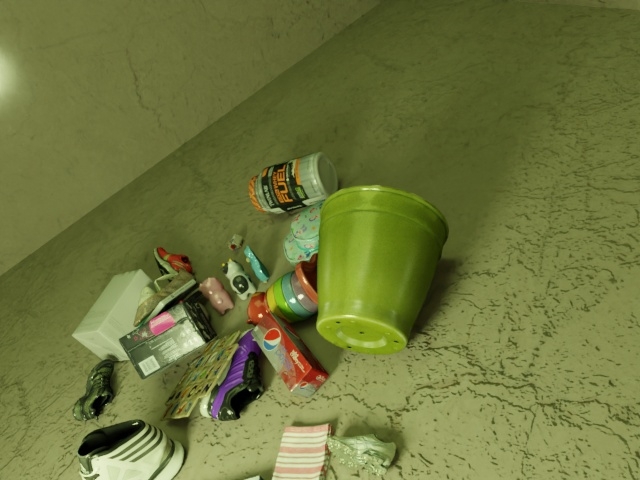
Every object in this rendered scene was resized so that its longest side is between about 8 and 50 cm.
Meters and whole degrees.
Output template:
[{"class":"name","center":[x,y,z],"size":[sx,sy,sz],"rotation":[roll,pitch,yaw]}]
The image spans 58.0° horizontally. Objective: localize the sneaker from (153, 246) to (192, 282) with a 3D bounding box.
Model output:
[{"class":"sneaker","center":[-0.598,0.095,2.363],"size":[0.118,0.107,0.279],"rotation":[-26,33,-23]}]

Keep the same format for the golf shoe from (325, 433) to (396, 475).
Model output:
[{"class":"golf shoe","center":[0.096,0.482,1.340],"size":[0.176,0.069,0.086],"rotation":[6,30,40]}]

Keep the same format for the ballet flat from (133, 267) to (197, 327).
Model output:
[{"class":"ballet flat","center":[-0.592,0.201,2.120],"size":[0.107,0.106,0.316],"rotation":[-44,-1,41]}]

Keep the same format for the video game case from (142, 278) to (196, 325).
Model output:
[{"class":"video game case","center":[-0.534,0.228,2.023],"size":[0.190,0.022,0.173],"rotation":[-45,-3,37]}]

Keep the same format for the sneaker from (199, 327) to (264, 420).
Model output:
[{"class":"sneaker","center":[-0.211,0.392,1.665],"size":[0.146,0.102,0.293],"rotation":[5,52,34]}]

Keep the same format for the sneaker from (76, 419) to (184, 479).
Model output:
[{"class":"sneaker","center":[-0.600,0.646,1.509],"size":[0.447,0.257,0.169],"rotation":[-45,36,-16]}]

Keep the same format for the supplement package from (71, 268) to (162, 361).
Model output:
[{"class":"supplement package","center":[-0.730,0.277,2.138],"size":[0.178,0.175,0.292],"rotation":[-13,39,37]}]

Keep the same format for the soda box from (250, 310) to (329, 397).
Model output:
[{"class":"soda box","center":[-0.090,0.315,1.614],"size":[0.092,0.083,0.263],"rotation":[-50,44,5]}]

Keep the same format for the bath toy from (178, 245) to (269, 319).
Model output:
[{"class":"bath toy","center":[-0.354,0.170,2.019],"size":[0.348,0.129,0.151],"rotation":[-38,35,-7]}]

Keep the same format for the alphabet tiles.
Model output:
[{"class":"alphabet tiles","center":[-0.357,0.403,1.715],"size":[0.343,0.011,0.285],"rotation":[-29,26,52]}]

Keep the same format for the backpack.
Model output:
[{"class":"backpack","center":[0.000,0.000,1.904],"size":[0.254,0.191,0.225],"rotation":[-33,34,9]}]

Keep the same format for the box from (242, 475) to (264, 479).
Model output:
[{"class":"box","center":[-0.240,0.671,1.375],"size":[0.233,0.044,0.159],"rotation":[-22,35,16]}]

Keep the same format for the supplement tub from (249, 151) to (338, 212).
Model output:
[{"class":"supplement tub","center":[-0.107,-0.216,2.240],"size":[0.316,0.193,0.193],"rotation":[-14,38,27]}]

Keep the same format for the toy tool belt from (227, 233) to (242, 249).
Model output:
[{"class":"toy tool belt","center":[-0.341,0.016,2.279],"size":[0.051,0.052,0.083],"rotation":[-45,15,46]}]

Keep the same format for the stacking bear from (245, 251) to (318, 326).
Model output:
[{"class":"stacking bear","center":[-0.106,0.181,1.782],"size":[0.289,0.164,0.175],"rotation":[-29,-1,26]}]

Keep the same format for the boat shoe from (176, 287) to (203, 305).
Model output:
[{"class":"boat shoe","center":[-0.496,0.259,2.080],"size":[0.228,0.068,0.081],"rotation":[-43,-2,-19]}]

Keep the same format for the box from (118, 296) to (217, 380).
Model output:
[{"class":"box","center":[-0.493,0.317,1.886],"size":[0.247,0.163,0.142],"rotation":[-30,0,6]}]

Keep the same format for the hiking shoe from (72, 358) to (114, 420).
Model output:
[{"class":"hiking shoe","center":[-0.741,0.511,1.967],"size":[0.114,0.086,0.226],"rotation":[-1,49,19]}]

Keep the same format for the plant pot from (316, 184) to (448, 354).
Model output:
[{"class":"plant pot","center":[0.138,0.102,1.549],"size":[0.367,0.366,0.352],"rotation":[-7,53,33]}]

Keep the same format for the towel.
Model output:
[{"class":"towel","center":[-0.050,0.539,1.401],"size":[0.144,0.029,0.197],"rotation":[-14,38,27]}]
